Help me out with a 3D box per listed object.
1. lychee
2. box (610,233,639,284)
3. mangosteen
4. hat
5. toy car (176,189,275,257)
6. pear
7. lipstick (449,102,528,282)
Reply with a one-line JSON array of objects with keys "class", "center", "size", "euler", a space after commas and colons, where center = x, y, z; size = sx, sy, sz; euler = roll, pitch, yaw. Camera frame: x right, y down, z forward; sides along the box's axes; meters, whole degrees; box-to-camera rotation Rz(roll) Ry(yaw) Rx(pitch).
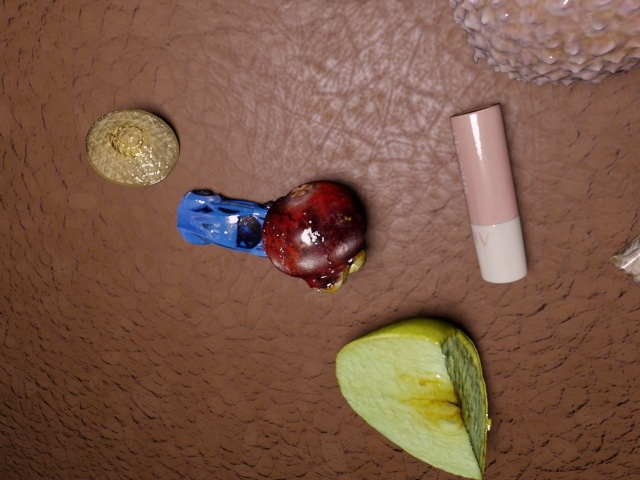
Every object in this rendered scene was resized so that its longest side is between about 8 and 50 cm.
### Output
[{"class": "lychee", "center": [0.267, -0.309, 0.413], "size": [0.300, 0.300, 0.299], "euler": [5, 111, 12]}, {"class": "box", "center": [0.490, 0.042, 0.608], "size": [0.098, 0.045, 0.062], "euler": [39, 114, -1]}, {"class": "mangosteen", "center": [0.000, 0.000, 0.648], "size": [0.166, 0.166, 0.180], "euler": [-24, 111, 21]}, {"class": "hat", "center": [-0.327, -0.171, 0.723], "size": [0.146, 0.067, 0.145], "euler": [-16, 134, -17]}, {"class": "toy car", "center": [-0.152, -0.025, 0.729], "size": [0.217, 0.063, 0.103], "euler": [12, 112, 9]}, {"class": "pear", "center": [0.151, 0.244, 0.724], "size": [0.239, 0.139, 0.287], "euler": [-9, 112, 32]}, {"class": "lipstick", "center": [0.250, -0.065, 0.612], "size": [0.070, 0.070, 0.254], "euler": [-12, 106, 18]}]
